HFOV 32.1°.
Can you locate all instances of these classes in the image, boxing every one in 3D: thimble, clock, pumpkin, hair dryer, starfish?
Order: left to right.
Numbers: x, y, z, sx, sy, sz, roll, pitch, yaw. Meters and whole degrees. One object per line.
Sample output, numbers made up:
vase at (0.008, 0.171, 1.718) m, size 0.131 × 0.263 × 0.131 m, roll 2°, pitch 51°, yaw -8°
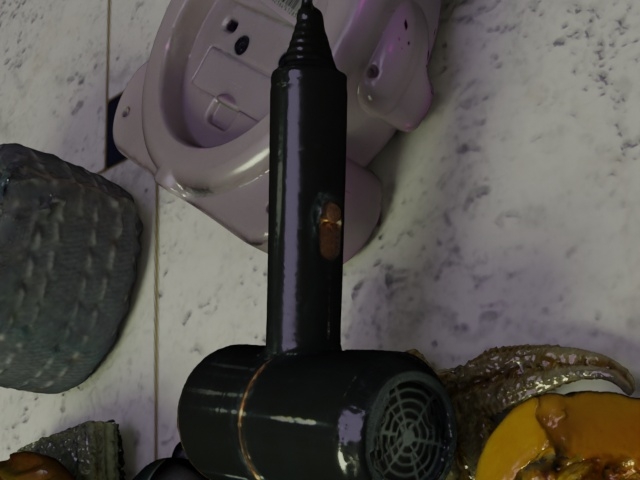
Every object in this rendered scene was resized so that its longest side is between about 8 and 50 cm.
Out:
thimble at (-0.293, 0.029, 1.083) m, size 0.236 × 0.172 × 0.205 m, roll -52°, pitch 50°, yaw 13°
clock at (-0.025, -0.164, 0.942) m, size 0.295 × 0.113 × 0.322 m, roll 33°, pitch 97°, yaw 45°
hair dryer at (0.000, 0.000, 0.757) m, size 0.189 × 0.107 × 0.352 m, roll -3°, pitch 85°, yaw 48°
starfish at (0.093, 0.140, 0.760) m, size 0.247 × 0.050 × 0.138 m, roll -10°, pitch 70°, yaw 44°
pumpkin at (0.187, 0.144, 0.627) m, size 0.184 × 0.108 × 0.118 m, roll -13°, pitch 63°, yaw 46°

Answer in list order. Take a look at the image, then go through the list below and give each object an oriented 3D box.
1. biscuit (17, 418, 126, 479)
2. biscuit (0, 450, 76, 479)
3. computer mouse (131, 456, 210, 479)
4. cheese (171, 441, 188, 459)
biscuit at (-0.234, 0.295, 1.008) m, size 0.147 × 0.046 × 0.249 m, roll -23°, pitch 63°, yaw 41°
biscuit at (-0.254, 0.338, 0.938) m, size 0.318 × 0.040 × 0.317 m, roll -15°, pitch 71°, yaw 52°
computer mouse at (-0.094, 0.255, 0.835) m, size 0.233 × 0.096 × 0.137 m, roll 18°, pitch 114°, yaw 46°
cheese at (-0.069, 0.191, 0.902) m, size 0.163 × 0.036 × 0.086 m, roll 5°, pitch 84°, yaw 45°
